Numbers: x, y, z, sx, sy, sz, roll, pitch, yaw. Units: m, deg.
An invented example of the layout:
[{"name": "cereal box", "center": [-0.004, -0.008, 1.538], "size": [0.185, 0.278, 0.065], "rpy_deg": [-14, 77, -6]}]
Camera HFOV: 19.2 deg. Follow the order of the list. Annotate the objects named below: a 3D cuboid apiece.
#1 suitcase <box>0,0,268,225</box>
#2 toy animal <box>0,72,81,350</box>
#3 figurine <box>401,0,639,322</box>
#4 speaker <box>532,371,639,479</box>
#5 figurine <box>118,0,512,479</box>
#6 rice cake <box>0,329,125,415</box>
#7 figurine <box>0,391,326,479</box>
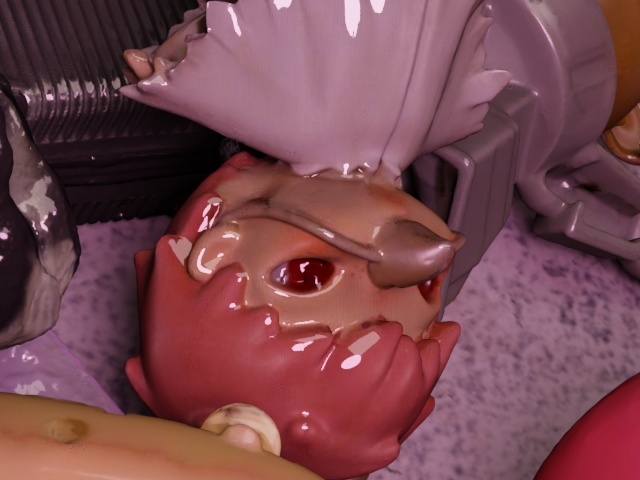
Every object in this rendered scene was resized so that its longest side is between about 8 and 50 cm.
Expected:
[{"name": "suitcase", "center": [-0.157, -0.135, 1.000], "size": [0.202, 0.128, 0.312], "rpy_deg": [-6, 59, -32]}, {"name": "toy animal", "center": [-0.198, -0.010, 0.843], "size": [0.094, 0.225, 0.121], "rpy_deg": [-28, 114, -55]}, {"name": "figurine", "center": [0.108, -0.111, 1.086], "size": [0.285, 0.167, 0.343], "rpy_deg": [-36, 120, -37]}, {"name": "speaker", "center": [0.221, 0.177, 0.836], "size": [0.294, 0.294, 0.294], "rpy_deg": [13, 51, -17]}, {"name": "figurine", "center": [0.000, 0.000, 0.865], "size": [0.207, 0.166, 0.387], "rpy_deg": [4, 95, -45]}, {"name": "rice cake", "center": [-0.058, 0.170, 0.862], "size": [0.399, 0.070, 0.064], "rpy_deg": [47, 47, 11]}, {"name": "figurine", "center": [-0.116, 0.164, 0.765], "size": [0.324, 0.124, 0.222], "rpy_deg": [9, 78, 1]}]
